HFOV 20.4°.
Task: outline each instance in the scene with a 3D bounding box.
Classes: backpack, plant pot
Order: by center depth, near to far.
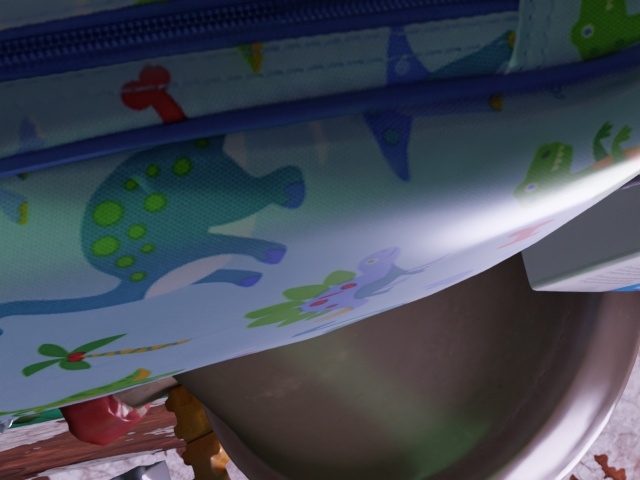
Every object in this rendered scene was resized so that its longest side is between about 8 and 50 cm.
[{"bbox_3d":[-0.057,-0.072,0.447,0.355,0.273,0.290,8,166,-24],"label":"backpack"},{"bbox_3d":[0.000,0.000,0.893,0.263,0.263,0.229,-20,148,29],"label":"plant pot"}]

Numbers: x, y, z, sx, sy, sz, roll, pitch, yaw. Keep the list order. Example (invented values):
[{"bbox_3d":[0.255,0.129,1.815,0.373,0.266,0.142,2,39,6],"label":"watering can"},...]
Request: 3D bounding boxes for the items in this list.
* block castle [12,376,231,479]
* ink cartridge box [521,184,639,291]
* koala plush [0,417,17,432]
[{"bbox_3d":[-0.262,0.236,1.515,0.213,0.303,0.453,-28,163,32],"label":"block castle"},{"bbox_3d":[0.206,-0.088,0.786,0.232,0.168,0.171,-19,168,28],"label":"ink cartridge box"},{"bbox_3d":[-0.199,0.011,0.797,0.203,0.196,0.221,-23,170,-11],"label":"koala plush"}]
